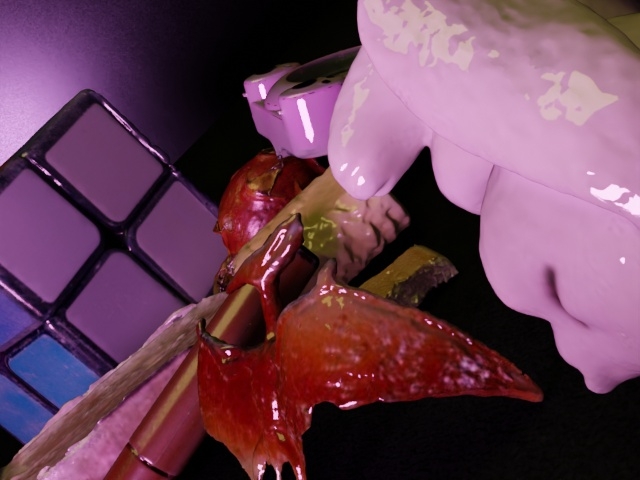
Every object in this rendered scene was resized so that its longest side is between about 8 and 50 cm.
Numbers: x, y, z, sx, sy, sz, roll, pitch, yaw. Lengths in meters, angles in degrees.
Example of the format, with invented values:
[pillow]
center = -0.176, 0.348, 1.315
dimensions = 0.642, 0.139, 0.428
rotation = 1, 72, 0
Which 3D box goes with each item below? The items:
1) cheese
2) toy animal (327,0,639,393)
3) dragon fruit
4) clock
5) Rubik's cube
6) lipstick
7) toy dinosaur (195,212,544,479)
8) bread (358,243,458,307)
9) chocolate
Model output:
[cheese]
center = 0.000, 0.000, 0.950
dimensions = 0.167, 0.094, 0.123
rotation = -44, 15, 5
[toy animal]
center = 0.149, -0.048, 0.484
dimensions = 0.265, 0.272, 0.206
rotation = -112, 42, -59
[dragon fruit]
center = -0.073, -0.005, 1.146
dimensions = 0.125, 0.125, 0.246
rotation = 35, 96, 50
[clock]
center = 0.053, -0.170, 1.098
dimensions = 0.248, 0.090, 0.227
rotation = -20, 20, -12
[Rubik's cube]
center = -0.342, 0.049, 1.289
dimensions = 0.318, 0.316, 0.313
rotation = -30, 22, 44
[lipstick]
center = -0.118, 0.150, 0.850
dimensions = 0.356, 0.057, 0.057
rotation = -56, 17, -7
[toy dinosaur]
center = -0.009, 0.106, 0.698
dimensions = 0.327, 0.113, 0.206
rotation = -57, 42, 43
[bread]
center = 0.067, 0.038, 0.801
dimensions = 0.083, 0.035, 0.070
rotation = -41, 16, -8
[chocolate]
center = -0.176, 0.171, 0.954
dimensions = 0.303, 0.100, 0.185
rotation = -43, 9, -12
